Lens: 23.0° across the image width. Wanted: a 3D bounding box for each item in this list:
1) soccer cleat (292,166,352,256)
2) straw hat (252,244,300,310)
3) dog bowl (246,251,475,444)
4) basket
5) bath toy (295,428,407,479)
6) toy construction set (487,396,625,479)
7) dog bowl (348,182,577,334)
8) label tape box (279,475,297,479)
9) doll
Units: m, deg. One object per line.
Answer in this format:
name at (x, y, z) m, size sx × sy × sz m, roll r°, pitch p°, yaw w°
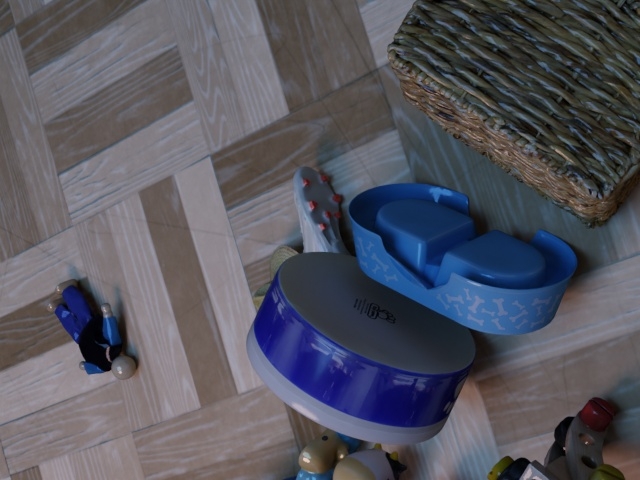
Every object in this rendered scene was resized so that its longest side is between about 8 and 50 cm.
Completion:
soccer cleat at (0.000, 0.000, 2.065) m, size 0.076 × 0.068 × 0.196 m, roll -30°, pitch 79°, yaw 43°
straw hat at (-0.056, 0.081, 2.094) m, size 0.144 × 0.061 × 0.144 m, roll 42°, pitch 143°, yaw 43°
dog bowl at (0.050, 0.126, 1.903) m, size 0.265 × 0.265 × 0.104 m, roll 39°, pitch 119°, yaw 31°
basket at (0.249, -0.185, 1.734) m, size 0.299 × 0.223 × 0.213 m, roll 35°, pitch 88°, yaw 11°
bath toy at (0.125, 0.351, 1.971) m, size 0.348 × 0.151 × 0.129 m, roll 28°, pitch 71°, yaw 37°
toy construction set at (0.325, 0.293, 1.699) m, size 0.309 × 0.237 × 0.257 m, roll -34°, pitch 74°, yaw 39°
dog bowl at (0.162, 0.022, 1.865) m, size 0.297 × 0.166 × 0.074 m, roll 27°, pitch 126°, yaw 36°
label tape box at (-0.080, 0.534, 2.185) m, size 0.249 × 0.115 × 0.348 m, roll 52°, pitch 129°, yaw 24°
doll at (-0.345, 0.142, 2.407) m, size 0.189 × 0.046 × 0.129 m, roll 47°, pitch 125°, yaw 27°
